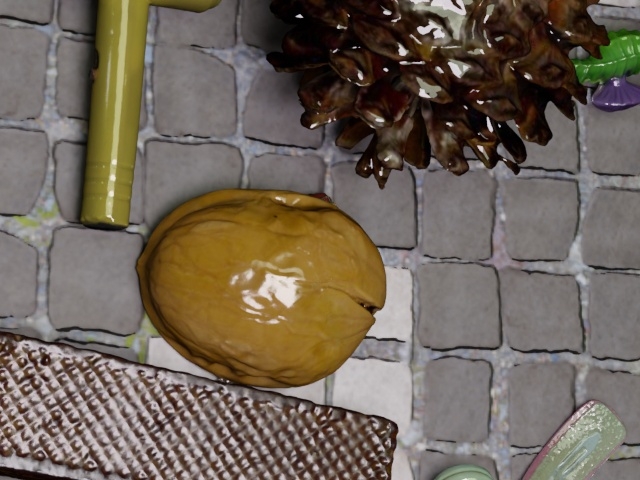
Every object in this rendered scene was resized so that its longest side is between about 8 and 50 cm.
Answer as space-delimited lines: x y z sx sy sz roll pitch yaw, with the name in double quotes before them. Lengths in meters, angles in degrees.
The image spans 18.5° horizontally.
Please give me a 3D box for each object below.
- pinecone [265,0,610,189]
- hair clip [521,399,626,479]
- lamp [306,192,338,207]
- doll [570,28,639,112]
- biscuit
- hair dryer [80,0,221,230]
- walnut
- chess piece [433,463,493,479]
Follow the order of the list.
"pinecone" 0.091 -0.187 1.644 0.298 0.242 0.296 26 81 -19
"hair clip" 0.220 0.202 1.753 0.054 0.022 0.137 46 67 -11
"lamp" 0.000 0.000 1.689 0.063 0.031 0.083 -16 85 -26
"doll" 0.288 -0.177 1.831 0.190 0.050 0.115 -8 88 -22
"biscuit" -0.124 0.161 1.586 0.388 0.073 0.107 15 75 -21
"hair dryer" -0.154 -0.146 1.625 0.135 0.090 0.278 7 85 -24
"walnut" -0.043 0.042 1.611 0.211 0.087 0.167 8 94 -11
"chess piece" 0.135 0.257 1.644 0.059 0.059 0.149 9 37 -22
